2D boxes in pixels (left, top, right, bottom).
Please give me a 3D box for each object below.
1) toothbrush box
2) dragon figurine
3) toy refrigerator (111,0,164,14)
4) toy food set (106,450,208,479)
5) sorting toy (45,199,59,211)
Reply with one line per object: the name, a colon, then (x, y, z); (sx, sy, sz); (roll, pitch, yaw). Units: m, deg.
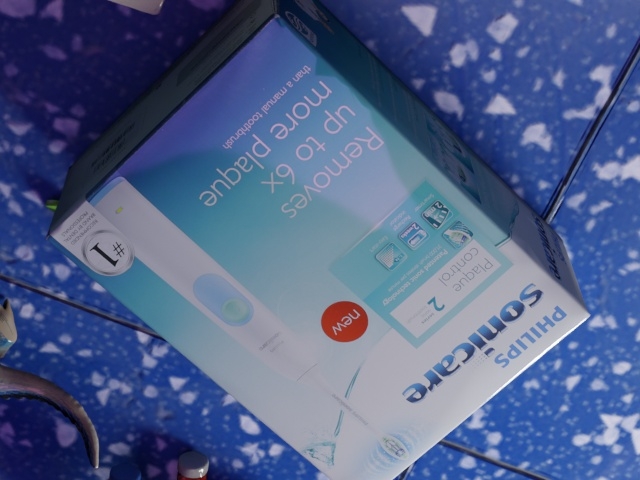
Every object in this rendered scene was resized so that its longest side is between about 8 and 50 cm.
toothbrush box: (0.000, 0.000, 1.081); (0.216, 0.126, 0.295); (-41, 110, 17)
dragon figurine: (-0.301, 0.094, 1.167); (0.289, 0.085, 0.144); (37, 113, -15)
toy refrigerator: (-0.098, -0.284, 0.953); (0.094, 0.102, 0.269); (17, 117, -7)
toy food set: (-0.092, 0.229, 1.214); (0.232, 0.111, 0.104); (8, 118, 1)
sorting toy: (-0.156, -0.010, 1.148); (0.083, 0.012, 0.062); (4, 118, 0)
